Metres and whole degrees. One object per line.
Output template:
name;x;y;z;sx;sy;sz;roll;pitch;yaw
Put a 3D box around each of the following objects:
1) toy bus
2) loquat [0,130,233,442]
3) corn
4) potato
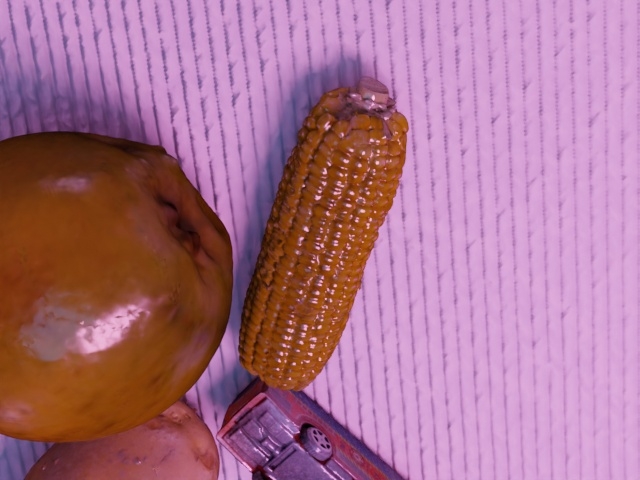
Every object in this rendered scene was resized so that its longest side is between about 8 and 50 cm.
toy bus;0.011;0.179;1.013;0.192;0.077;0.065;42;111;-13
loquat;-0.183;0.042;0.897;0.246;0.213;0.213;-28;110;15
corn;0.000;0.000;0.934;0.080;0.080;0.238;16;112;-5
potato;-0.154;0.191;1.010;0.178;0.118;0.109;-42;142;5
